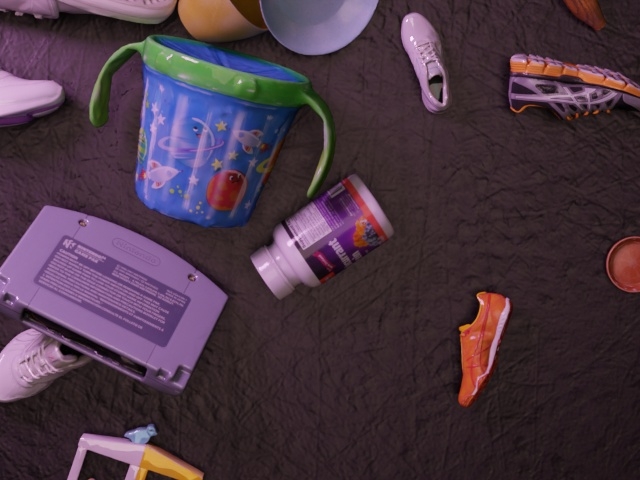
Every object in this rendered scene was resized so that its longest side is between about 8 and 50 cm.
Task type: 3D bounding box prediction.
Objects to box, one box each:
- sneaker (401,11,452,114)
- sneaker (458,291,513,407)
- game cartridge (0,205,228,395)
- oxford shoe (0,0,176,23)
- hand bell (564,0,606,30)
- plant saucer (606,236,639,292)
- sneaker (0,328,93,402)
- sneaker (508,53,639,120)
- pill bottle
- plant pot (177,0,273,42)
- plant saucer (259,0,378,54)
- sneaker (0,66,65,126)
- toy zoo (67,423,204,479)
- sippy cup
[{"bbox_3d":[0.158,-0.257,1.571,0.053,0.061,0.152,-20,94,2],"label":"sneaker"},{"bbox_3d":[0.232,0.161,1.616,0.067,0.064,0.175,17,89,17],"label":"sneaker"},{"bbox_3d":[-0.288,0.074,1.528,0.297,0.198,0.062,27,133,-3],"label":"game cartridge"},{"bbox_3d":[-0.423,-0.378,1.517,0.449,0.169,0.130,12,136,-10],"label":"oxford shoe"},{"bbox_3d":[0.331,-0.396,1.558,0.126,0.126,0.242,-45,107,2],"label":"hand bell"},{"bbox_3d":[0.467,0.035,1.628,0.083,0.013,0.083,0,94,-3],"label":"plant saucer"},{"bbox_3d":[-0.385,0.159,1.560,0.232,0.115,0.090,-33,95,1],"label":"sneaker"},{"bbox_3d":[0.372,-0.211,1.578,0.215,0.084,0.083,11,108,1],"label":"sneaker"},{"bbox_3d":[0.000,0.000,1.563,0.193,0.108,0.108,-34,95,2],"label":"pill bottle"},{"bbox_3d":[-0.143,-0.331,1.531,0.095,0.134,0.134,-27,96,25],"label":"plant pot"},{"bbox_3d":[-0.005,-0.361,1.540,0.195,0.037,0.195,-14,121,-25],"label":"plant saucer"},{"bbox_3d":[-0.512,-0.233,1.524,0.305,0.114,0.152,2,96,-2],"label":"sneaker"},{"bbox_3d":[-0.296,0.413,1.626,0.192,0.030,0.293,20,94,-3],"label":"toy zoo"},{"bbox_3d":[-0.152,-0.144,1.501,0.240,0.305,0.224,2,110,-45],"label":"sippy cup"}]
